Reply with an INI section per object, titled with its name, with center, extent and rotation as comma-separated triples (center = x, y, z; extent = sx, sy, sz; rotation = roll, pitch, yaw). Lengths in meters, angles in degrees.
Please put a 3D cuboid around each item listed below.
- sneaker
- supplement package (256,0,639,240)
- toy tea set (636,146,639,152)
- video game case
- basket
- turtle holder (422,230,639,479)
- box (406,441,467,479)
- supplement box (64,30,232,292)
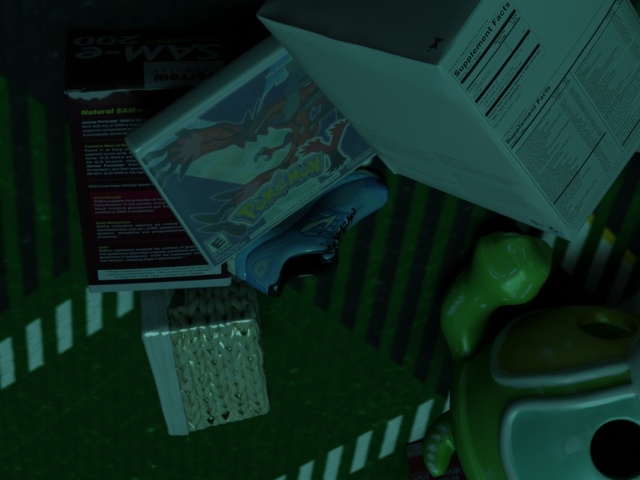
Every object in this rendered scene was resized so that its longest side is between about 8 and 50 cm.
[sneaker]
center = 0.000, 0.000, 1.212
extent = 0.162, 0.073, 0.063
rotation = -34, 148, -20
[supplement package]
center = 0.106, -0.136, 0.987
extent = 0.149, 0.194, 0.203
rotation = -54, 132, -11
[toy tea set]
center = 0.396, -0.087, 1.123
extent = 0.336, 0.124, 0.200
rotation = -8, 97, 28
[video game case]
center = -0.037, -0.083, 1.105
extent = 0.201, 0.023, 0.183
rotation = -35, 146, -5
[basket]
center = -0.106, 0.089, 1.302
extent = 0.103, 0.113, 0.167
rotation = -8, 138, -1
[turtle holder]
center = 0.252, 0.151, 1.327
extent = 0.243, 0.320, 0.227
rotation = 1, 157, -39
[box]
center = 0.235, 0.285, 1.547
extent = 0.257, 0.128, 0.122
rotation = -12, 138, 8
[supplement box]
center = -0.139, -0.060, 1.161
extent = 0.130, 0.073, 0.239
rotation = -2, 139, -7
